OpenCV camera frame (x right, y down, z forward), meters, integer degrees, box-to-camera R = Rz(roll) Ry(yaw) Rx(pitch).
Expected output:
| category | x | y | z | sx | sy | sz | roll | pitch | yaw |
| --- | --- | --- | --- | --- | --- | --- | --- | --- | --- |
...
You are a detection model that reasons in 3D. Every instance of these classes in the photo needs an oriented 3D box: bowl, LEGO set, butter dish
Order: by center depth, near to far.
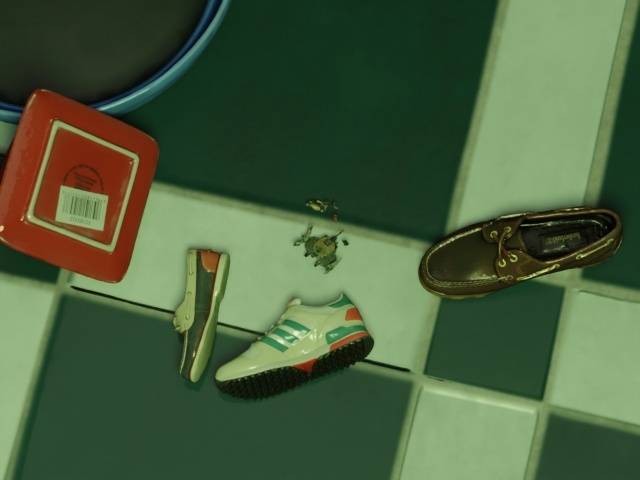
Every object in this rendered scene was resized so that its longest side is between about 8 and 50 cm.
| category | x | y | z | sx | sy | sz | roll | pitch | yaw |
| --- | --- | --- | --- | --- | --- | --- | --- | --- | --- |
| butter dish | -0.263 | -0.051 | 1.915 | 0.160 | 0.118 | 0.160 | 23 | 75 | -36 |
| LEGO set | 0.003 | -0.001 | 1.946 | 0.054 | 0.023 | 0.083 | 16 | 63 | 2 |
| bowl | -0.275 | -0.298 | 1.996 | 0.391 | 0.077 | 0.391 | 0 | 75 | 1 |

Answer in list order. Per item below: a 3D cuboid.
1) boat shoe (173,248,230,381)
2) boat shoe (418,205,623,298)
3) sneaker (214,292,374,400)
| category | x | y | z | sx | sy | sz | roll | pitch | yaw |
| --- | --- | --- | --- | --- | --- | --- | --- | --- | --- |
| boat shoe | -0.123 | 0.073 | 1.910 | 0.043 | 0.049 | 0.137 | 9 | 73 | 6 |
| boat shoe | 0.198 | 0.005 | 1.914 | 0.207 | 0.073 | 0.073 | -15 | 77 | -2 |
| sneaker | -0.032 | 0.101 | 1.906 | 0.161 | 0.057 | 0.075 | -19 | 59 | -3 |
